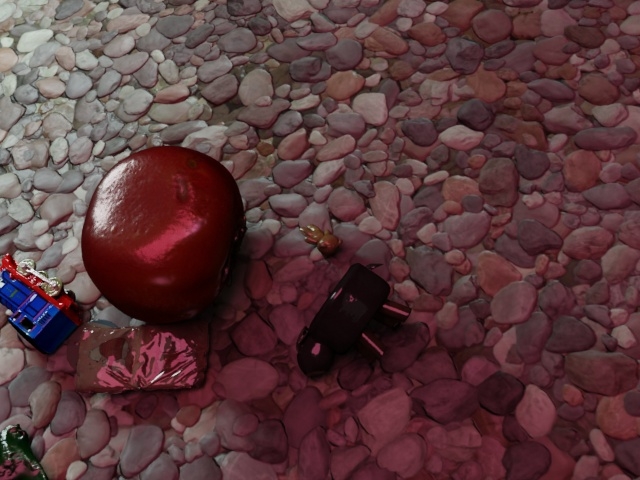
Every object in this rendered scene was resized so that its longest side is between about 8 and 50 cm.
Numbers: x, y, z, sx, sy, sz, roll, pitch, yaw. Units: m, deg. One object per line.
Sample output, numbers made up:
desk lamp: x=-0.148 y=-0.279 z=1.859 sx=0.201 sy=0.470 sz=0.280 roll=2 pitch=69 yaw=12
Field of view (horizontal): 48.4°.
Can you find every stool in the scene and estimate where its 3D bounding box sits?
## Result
stool: x=0.058 y=0.151 z=1.275 sx=0.139 sy=0.228 sz=0.153 roll=36 pitch=29 yaw=5

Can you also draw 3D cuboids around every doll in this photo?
doll: x=0.001 y=-0.008 z=1.413 sx=0.062 sy=0.051 sz=0.093 roll=-18 pitch=58 yaw=-33

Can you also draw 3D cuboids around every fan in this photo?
fan: x=-0.476 y=0.205 z=1.407 sx=0.175 sy=0.005 sz=0.113 roll=4 pitch=61 yaw=12

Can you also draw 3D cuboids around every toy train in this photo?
toy train: x=-0.577 y=0.122 z=1.425 sx=0.204 sy=0.082 sz=0.131 roll=29 pitch=70 yaw=26

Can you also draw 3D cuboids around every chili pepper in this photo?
chili pepper: x=-0.529 y=0.424 z=1.265 sx=0.108 sy=0.062 sz=0.216 roll=-20 pitch=59 yaw=-9

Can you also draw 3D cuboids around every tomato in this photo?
tomato: x=-0.290 y=-0.011 z=1.341 sx=0.290 sy=0.293 sz=0.325 roll=11 pitch=72 yaw=3

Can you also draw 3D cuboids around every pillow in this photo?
pillow: x=-0.334 y=0.222 z=1.348 sx=0.248 sy=0.049 sz=0.135 roll=-5 pitch=61 yaw=3
